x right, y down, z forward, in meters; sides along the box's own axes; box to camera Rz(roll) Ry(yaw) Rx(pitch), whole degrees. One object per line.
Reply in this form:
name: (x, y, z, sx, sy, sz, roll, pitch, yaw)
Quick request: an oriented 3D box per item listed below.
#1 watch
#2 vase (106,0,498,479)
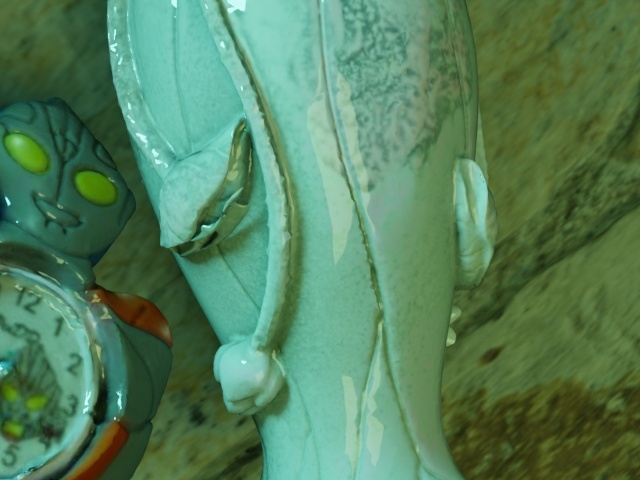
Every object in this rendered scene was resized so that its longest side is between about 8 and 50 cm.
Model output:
watch: (-0.252, 0.059, 0.790, 0.241, 0.274, 0.305, 31, 53, -31)
vase: (0.000, 0.000, 0.827, 0.250, 0.250, 0.445, -10, 95, -23)
